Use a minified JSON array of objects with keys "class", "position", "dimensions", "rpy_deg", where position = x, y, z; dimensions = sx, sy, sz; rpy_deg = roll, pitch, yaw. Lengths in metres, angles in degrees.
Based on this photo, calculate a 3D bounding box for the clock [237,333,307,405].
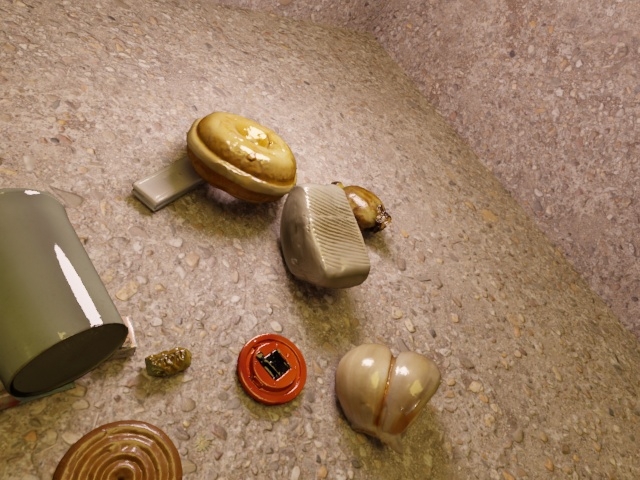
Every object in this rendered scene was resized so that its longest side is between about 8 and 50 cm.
[{"class":"clock","position":[-0.133,0.356,1.221],"dimensions":[0.205,0.051,0.205],"rpy_deg":[17,47,-19]}]

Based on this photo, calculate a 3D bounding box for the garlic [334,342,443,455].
[{"class":"garlic","position":[0.204,0.424,1.284],"dimensions":[0.313,0.286,0.249],"rpy_deg":[-51,131,-41]}]

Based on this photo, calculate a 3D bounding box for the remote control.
[{"class":"remote control","position":[-0.495,-0.199,1.478],"dimensions":[0.103,0.055,0.277],"rpy_deg":[39,41,4]}]

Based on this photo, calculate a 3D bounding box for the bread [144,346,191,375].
[{"class":"bread","position":[-0.380,0.308,1.106],"dimensions":[0.110,0.060,0.066],"rpy_deg":[-9,29,-38]}]

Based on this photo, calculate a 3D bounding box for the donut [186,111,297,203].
[{"class":"donut","position":[-0.273,-0.298,1.547],"dimensions":[0.448,0.198,0.449],"rpy_deg":[27,25,-14]}]

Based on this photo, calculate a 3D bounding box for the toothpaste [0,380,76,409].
[{"class":"toothpaste","position":[-0.646,0.330,0.938],"dimensions":[0.205,0.036,0.056],"rpy_deg":[-12,60,-44]}]

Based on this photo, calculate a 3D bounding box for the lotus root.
[{"class":"lotus root","position":[0.156,-0.134,1.766],"dimensions":[0.314,0.141,0.169],"rpy_deg":[42,40,21]}]

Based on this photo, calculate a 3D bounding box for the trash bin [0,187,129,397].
[{"class":"trash bin","position":[-0.645,0.091,0.966],"dimensions":[0.280,0.280,0.432],"rpy_deg":[-24,69,-43]}]

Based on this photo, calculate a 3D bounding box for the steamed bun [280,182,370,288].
[{"class":"steamed bun","position":[-0.001,0.005,1.484],"dimensions":[0.247,0.236,0.384],"rpy_deg":[1,59,-35]}]

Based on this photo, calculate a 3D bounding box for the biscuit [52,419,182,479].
[{"class":"biscuit","position":[-0.423,0.508,0.918],"dimensions":[0.261,0.037,0.262],"rpy_deg":[18,46,-19]}]

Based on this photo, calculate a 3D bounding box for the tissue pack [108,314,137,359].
[{"class":"tissue pack","position":[-0.502,0.240,1.086],"dimensions":[0.074,0.059,0.094],"rpy_deg":[-5,56,-31]}]
